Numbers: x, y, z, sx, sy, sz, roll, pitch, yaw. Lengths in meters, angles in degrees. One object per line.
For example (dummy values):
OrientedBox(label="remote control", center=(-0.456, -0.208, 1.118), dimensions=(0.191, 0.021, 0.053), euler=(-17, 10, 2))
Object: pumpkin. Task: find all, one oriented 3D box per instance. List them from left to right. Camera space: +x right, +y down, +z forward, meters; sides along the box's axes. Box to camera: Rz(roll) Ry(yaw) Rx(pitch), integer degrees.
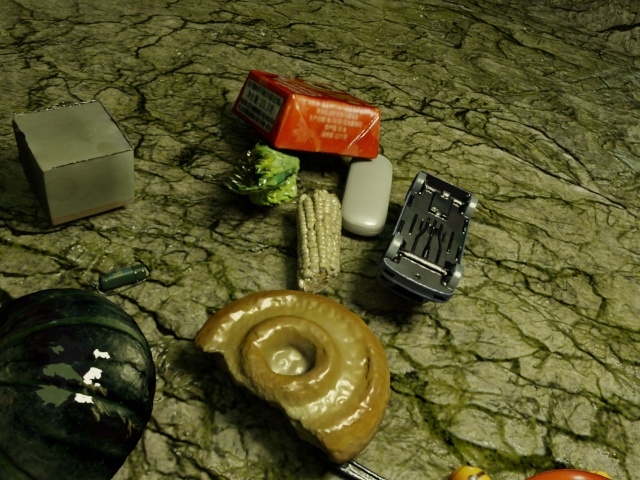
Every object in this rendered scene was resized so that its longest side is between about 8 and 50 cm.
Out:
OrientedBox(label="pumpkin", center=(-0.295, 0.181, 0.614), dimensions=(0.250, 0.216, 0.249), euler=(-15, 42, 14))

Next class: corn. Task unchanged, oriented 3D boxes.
OrientedBox(label="corn", center=(0.000, 0.000, 0.948), dimensions=(0.087, 0.087, 0.210), euler=(6, 47, -11))

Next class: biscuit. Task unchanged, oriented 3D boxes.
OrientedBox(label="biscuit", center=(-0.025, 0.158, 0.766), dimensions=(0.274, 0.091, 0.213), euler=(25, 43, 19))

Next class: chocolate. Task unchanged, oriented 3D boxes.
OrientedBox(label="chocolate", center=(-0.026, -0.254, 1.109), dimensions=(0.235, 0.108, 0.237), euler=(1, 28, -31))

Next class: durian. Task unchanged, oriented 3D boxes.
OrientedBox(label="durian", center=(-0.099, -0.121, 1.008), dimensions=(0.132, 0.106, 0.375), euler=(23, 22, -7))

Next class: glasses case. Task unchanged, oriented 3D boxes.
OrientedBox(label="glasses case", center=(0.091, -0.097, 1.085), dimensions=(0.092, 0.059, 0.233), euler=(12, 45, -1))

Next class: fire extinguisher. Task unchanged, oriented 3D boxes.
OrientedBox(label="fire extinguisher", center=(-0.307, 0.061, 0.841), dimensions=(0.083, 0.025, 0.038), euler=(-16, 75, -29))

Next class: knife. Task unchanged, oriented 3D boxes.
OrientedBox(label="knife", center=(0.043, 0.294, 0.715), dimensions=(0.121, 0.018, 0.031), euler=(28, 47, 10))

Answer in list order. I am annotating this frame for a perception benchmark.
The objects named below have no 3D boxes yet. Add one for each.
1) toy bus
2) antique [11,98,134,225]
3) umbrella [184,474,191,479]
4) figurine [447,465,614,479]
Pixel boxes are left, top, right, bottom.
OrientedBox(label="toy bus", center=(0.177, 0.005, 0.958), dimensions=(0.126, 0.133, 0.292), euler=(26, 42, 2))
OrientedBox(label="antique", center=(-0.402, -0.126, 0.911), dimensions=(0.147, 0.148, 0.152), euler=(-22, 56, -31))
OrientedBox(label="umbrella", center=(-0.118, 0.319, 0.648), dimensions=(0.022, 0.013, 0.122), euler=(-40, 66, -17))
OrientedBox(label="figurine", center=(0.245, 0.364, 0.575), dimensions=(0.323, 0.196, 0.320), euler=(-14, 44, -14))
